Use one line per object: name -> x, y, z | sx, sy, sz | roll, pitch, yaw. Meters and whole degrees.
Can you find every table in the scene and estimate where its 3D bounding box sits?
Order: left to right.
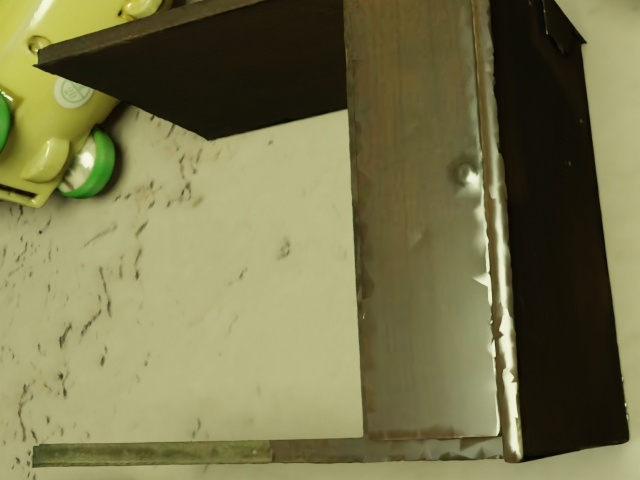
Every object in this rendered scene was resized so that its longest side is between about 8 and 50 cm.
table -> 0.000, 0.000, 0.551 | 0.281, 0.196, 0.251 | -8, 78, 28

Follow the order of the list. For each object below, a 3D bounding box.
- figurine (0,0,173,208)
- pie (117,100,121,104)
figurine -> -0.218, -0.167, 0.724 | 0.222, 0.124, 0.325 | 43, 104, 33
pie -> -0.173, -0.141, 0.770 | 0.084, 0.021, 0.084 | -5, 79, 29
